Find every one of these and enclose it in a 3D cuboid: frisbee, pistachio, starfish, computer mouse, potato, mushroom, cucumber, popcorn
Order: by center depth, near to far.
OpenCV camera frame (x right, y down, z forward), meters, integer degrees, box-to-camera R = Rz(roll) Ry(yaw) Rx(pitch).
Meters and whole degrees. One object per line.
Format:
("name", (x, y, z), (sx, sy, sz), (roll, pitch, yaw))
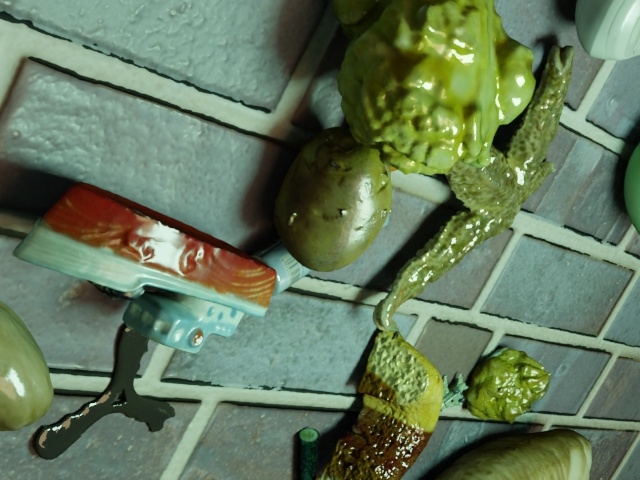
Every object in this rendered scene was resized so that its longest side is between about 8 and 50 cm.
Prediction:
("pistachio", (-0.339, 0.124, 1.119), (0.126, 0.108, 0.185), (-64, 143, -34))
("popcorn", (0.119, -0.198, 1.258), (0.255, 0.195, 0.256), (29, 54, -32))
("potato", (0.017, -0.051, 1.330), (0.137, 0.137, 0.176), (8, 116, -49))
("frisbee", (-0.236, 0.196, 1.357), (0.211, 0.012, 0.187), (-55, 143, -1))
("starfish", (0.226, -0.088, 1.567), (0.432, 0.082, 0.324), (-34, 140, -26))
("computer mouse", (0.453, -0.352, 1.582), (0.297, 0.121, 0.184), (-30, 145, -47))
("cucumber", (-0.019, 0.343, 1.686), (0.032, 0.032, 0.133), (-26, 136, -32))
("mushroom", (0.320, 0.465, 2.033), (0.397, 0.224, 0.313), (-52, 127, -18))

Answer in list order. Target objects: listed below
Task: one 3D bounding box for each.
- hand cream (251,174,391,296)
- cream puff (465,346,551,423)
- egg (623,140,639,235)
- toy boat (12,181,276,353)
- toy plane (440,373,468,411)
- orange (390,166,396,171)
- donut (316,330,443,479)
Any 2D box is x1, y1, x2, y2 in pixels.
("hand cream", (0.000, 0.000, 1.424), (0.271, 0.058, 0.091), (-33, 135, -35))
("cream puff", (0.335, 0.263, 1.935), (0.146, 0.116, 0.146), (-29, 135, -34))
("egg", (0.636, -0.088, 1.892), (0.220, 0.220, 0.269), (-39, 134, -19))
("toy boat", (-0.191, 0.036, 1.168), (0.332, 0.145, 0.133), (27, 91, -56))
("toy plane", (0.221, 0.267, 1.881), (0.083, 0.033, 0.080), (-42, 130, -14))
("orange", (0.082, -0.127, 1.390), (0.083, 0.083, 0.083), (-27, 135, -31))
("donut", (0.113, 0.287, 1.702), (0.151, 0.112, 0.295), (13, 103, -56))
